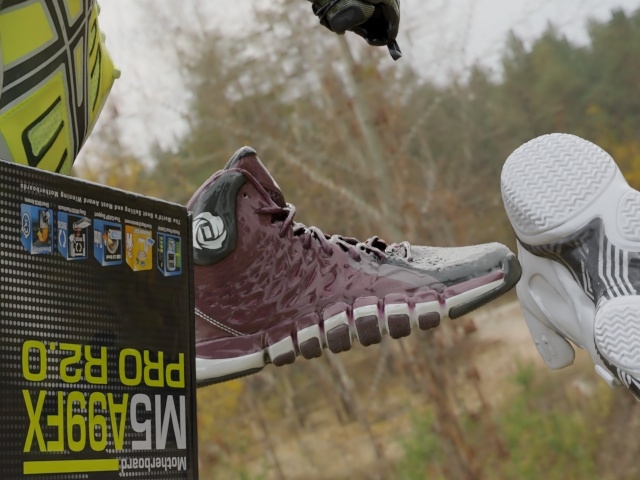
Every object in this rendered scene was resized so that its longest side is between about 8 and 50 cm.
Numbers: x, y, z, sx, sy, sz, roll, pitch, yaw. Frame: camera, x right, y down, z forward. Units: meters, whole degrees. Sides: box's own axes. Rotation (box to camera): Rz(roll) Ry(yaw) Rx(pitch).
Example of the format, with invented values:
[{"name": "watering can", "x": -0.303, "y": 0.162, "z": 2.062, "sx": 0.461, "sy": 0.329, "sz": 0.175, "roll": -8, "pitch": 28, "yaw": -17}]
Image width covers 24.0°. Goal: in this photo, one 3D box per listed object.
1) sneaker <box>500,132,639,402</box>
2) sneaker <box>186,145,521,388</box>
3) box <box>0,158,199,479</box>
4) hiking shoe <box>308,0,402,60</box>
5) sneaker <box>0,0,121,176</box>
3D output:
[{"name": "sneaker", "x": 0.299, "y": 0.078, "z": 1.462, "sx": 0.137, "sy": 0.366, "sz": 0.210, "roll": -26, "pitch": -36, "yaw": -8}, {"name": "sneaker", "x": 0.000, "y": 0.000, "z": 1.111, "sx": 0.281, "sy": 0.163, "sz": 0.106, "roll": -15, "pitch": 1, "yaw": -5}, {"name": "box", "x": -0.149, "y": 0.075, "z": 0.692, "sx": 0.060, "sy": 0.216, "sz": 0.270, "roll": -7, "pitch": -10, "yaw": 27}, {"name": "hiking shoe", "x": 0.015, "y": -0.277, "z": 1.577, "sx": 0.086, "sy": 0.114, "sz": 0.227, "roll": -38, "pitch": -44, "yaw": 25}, {"name": "sneaker", "x": -0.180, "y": -0.136, "z": 0.809, "sx": 0.145, "sy": 0.385, "sz": 0.147, "roll": 27, "pitch": 15, "yaw": 31}]
